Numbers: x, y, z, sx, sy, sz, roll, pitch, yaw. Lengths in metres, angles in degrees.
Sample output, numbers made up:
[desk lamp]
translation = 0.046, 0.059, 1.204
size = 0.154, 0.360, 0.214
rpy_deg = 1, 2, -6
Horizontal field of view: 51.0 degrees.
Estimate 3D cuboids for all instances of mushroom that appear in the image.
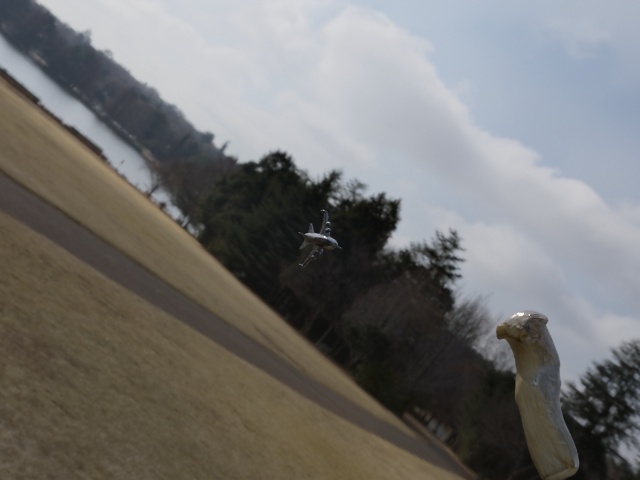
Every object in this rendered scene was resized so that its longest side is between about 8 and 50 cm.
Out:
[mushroom]
translation = 0.255, 0.181, 0.786
size = 0.054, 0.202, 0.059
rpy_deg = 6, -21, -38

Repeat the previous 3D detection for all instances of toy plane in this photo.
[toy plane]
translation = 0.000, 0.000, 0.862
size = 0.031, 0.079, 0.083
rpy_deg = 24, -5, -35
